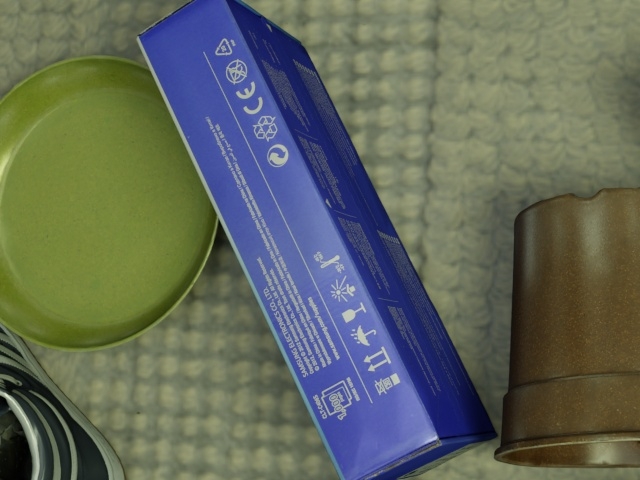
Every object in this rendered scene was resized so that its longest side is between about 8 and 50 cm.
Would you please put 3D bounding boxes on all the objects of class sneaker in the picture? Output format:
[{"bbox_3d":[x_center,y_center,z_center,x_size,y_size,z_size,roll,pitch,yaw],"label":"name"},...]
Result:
[{"bbox_3d":[-0.282,0.116,1.021,0.282,0.153,0.099,39,91,19],"label":"sneaker"}]

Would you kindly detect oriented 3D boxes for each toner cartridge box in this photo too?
[{"bbox_3d":[0.000,0.000,0.934,0.075,0.165,0.348,-30,74,14],"label":"toner cartridge box"}]

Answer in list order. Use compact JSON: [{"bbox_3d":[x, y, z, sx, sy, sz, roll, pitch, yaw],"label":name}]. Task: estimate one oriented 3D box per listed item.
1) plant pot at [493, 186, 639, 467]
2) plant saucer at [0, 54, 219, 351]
[{"bbox_3d":[0.194,0.060,0.867,0.167,0.167,0.165,-6,75,19],"label":"plant pot"},{"bbox_3d":[-0.185,-0.029,1.071,0.241,0.037,0.241,-3,82,19],"label":"plant saucer"}]
